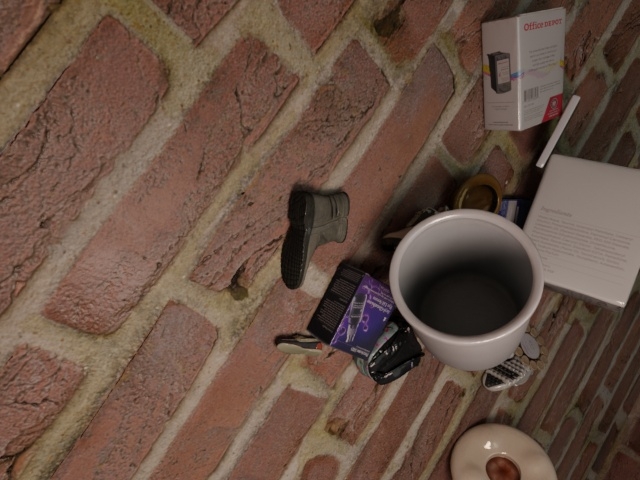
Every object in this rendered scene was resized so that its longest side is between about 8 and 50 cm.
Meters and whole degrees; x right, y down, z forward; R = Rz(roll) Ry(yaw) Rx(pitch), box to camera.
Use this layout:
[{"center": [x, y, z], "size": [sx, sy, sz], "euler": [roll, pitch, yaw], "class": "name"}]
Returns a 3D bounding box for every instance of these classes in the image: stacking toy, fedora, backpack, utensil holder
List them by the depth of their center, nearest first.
[{"center": [0.374, 0.152, 1.152], "size": [0.327, 0.328, 0.385], "euler": [-53, 149, -11], "class": "utensil holder"}, {"center": [0.187, 0.318, 1.270], "size": [0.182, 0.115, 0.151], "euler": [-38, 109, -19], "class": "backpack"}, {"center": [0.459, -0.116, 1.355], "size": [0.195, 0.079, 0.194], "euler": [-8, 108, -25], "class": "fedora"}, {"center": [0.661, 0.954, 1.691], "size": [0.351, 0.351, 0.479], "euler": [-31, 135, -23], "class": "stacking toy"}]

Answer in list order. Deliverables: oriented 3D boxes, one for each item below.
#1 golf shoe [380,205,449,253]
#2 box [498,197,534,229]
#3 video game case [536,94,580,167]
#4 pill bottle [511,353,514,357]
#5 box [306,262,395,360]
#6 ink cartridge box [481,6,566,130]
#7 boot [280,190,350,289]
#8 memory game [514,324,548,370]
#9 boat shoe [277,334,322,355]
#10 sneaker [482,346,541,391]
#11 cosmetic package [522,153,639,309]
[{"center": [0.272, -0.029, 1.259], "size": [0.273, 0.105, 0.120], "euler": [-7, 86, -34], "class": "golf shoe"}, {"center": [0.647, -0.076, 1.517], "size": [0.226, 0.037, 0.136], "euler": [-3, 104, -34], "class": "box"}, {"center": [0.763, -0.344, 1.440], "size": [0.206, 0.026, 0.226], "euler": [-19, 134, -60], "class": "video game case"}, {"center": [0.657, 0.399, 1.636], "size": [0.117, 0.065, 0.065], "euler": [21, 90, -36], "class": "pill bottle"}, {"center": [0.088, 0.186, 1.171], "size": [0.153, 0.108, 0.206], "euler": [29, 86, -36], "class": "box"}, {"center": [0.595, -0.495, 1.312], "size": [0.226, 0.131, 0.305], "euler": [-22, 113, -28], "class": "ink cartridge box"}, {"center": [0.000, 0.000, 1.083], "size": [0.161, 0.084, 0.246], "euler": [1, 103, -40], "class": "boot"}, {"center": [0.787, 0.399, 1.687], "size": [0.186, 0.012, 0.186], "euler": [15, 56, -23], "class": "memory game"}, {"center": [-0.053, 0.263, 1.139], "size": [0.137, 0.049, 0.043], "euler": [17, 51, -33], "class": "boat shoe"}, {"center": [0.725, 0.509, 1.693], "size": [0.293, 0.110, 0.118], "euler": [-16, 120, -29], "class": "sneaker"}, {"center": [0.848, -0.017, 1.436], "size": [0.330, 0.328, 0.393], "euler": [19, 91, -58], "class": "cosmetic package"}]
